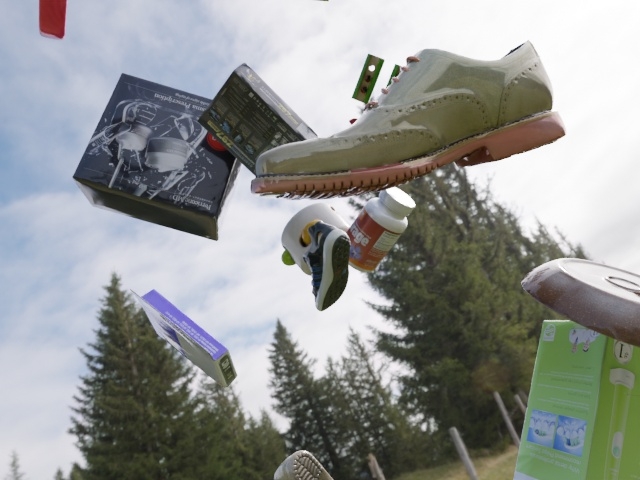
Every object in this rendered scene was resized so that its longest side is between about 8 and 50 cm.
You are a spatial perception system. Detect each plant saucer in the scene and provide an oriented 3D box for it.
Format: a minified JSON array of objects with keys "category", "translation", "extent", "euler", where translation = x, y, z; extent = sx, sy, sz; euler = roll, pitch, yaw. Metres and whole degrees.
[{"category":"plant saucer","translation":[0.327,0.061,0.531],"extent":[0.199,0.199,0.036],"euler":[-1,-68,-36]}]

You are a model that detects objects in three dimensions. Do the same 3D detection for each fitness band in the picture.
[{"category":"fitness band","translation":[-0.475,-0.511,0.870],"extent":[0.054,0.209,0.290],"euler":[0,-46,-31]}]

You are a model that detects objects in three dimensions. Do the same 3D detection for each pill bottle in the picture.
[{"category":"pill bottle","translation":[0.145,-0.031,1.257],"extent":[0.121,0.121,0.216],"euler":[6,-53,-43]}]

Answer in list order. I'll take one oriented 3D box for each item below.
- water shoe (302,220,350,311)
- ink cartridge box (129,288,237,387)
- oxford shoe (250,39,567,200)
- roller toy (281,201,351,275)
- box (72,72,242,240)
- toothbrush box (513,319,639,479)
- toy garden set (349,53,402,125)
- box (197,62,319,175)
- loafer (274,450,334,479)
[{"category":"water shoe","translation":[0.009,0.048,0.932],"extent":[0.073,0.080,0.203],"euler":[-28,-38,-36]},{"category":"ink cartridge box","translation":[-0.261,0.184,0.949],"extent":[0.045,0.206,0.208],"euler":[-48,-20,-27]},{"category":"oxford shoe","translation":[0.098,-0.142,0.585],"extent":[0.397,0.146,0.140],"euler":[-16,6,-16]},{"category":"roller toy","translation":[0.000,0.000,1.383],"extent":[0.191,0.146,0.209],"euler":[-18,-36,-37]},{"category":"box","translation":[-0.381,-0.208,1.244],"extent":[0.344,0.312,0.179],"euler":[15,-20,-4]},{"category":"toothbrush box","translation":[0.405,0.276,0.676],"extent":[0.206,0.283,0.122],"euler":[22,-17,-16]},{"category":"toy garden set","translation":[0.186,-0.296,1.141],"extent":[0.049,0.244,0.203],"euler":[-57,-11,-71]},{"category":"box","translation":[-0.144,-0.255,1.110],"extent":[0.183,0.233,0.059],"euler":[-37,15,42]},{"category":"loafer","translation":[-0.001,0.556,1.022],"extent":[0.092,0.268,0.102],"euler":[-27,8,39]}]
